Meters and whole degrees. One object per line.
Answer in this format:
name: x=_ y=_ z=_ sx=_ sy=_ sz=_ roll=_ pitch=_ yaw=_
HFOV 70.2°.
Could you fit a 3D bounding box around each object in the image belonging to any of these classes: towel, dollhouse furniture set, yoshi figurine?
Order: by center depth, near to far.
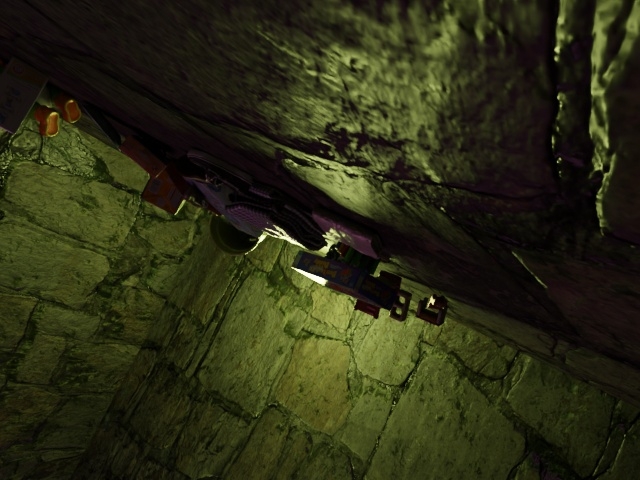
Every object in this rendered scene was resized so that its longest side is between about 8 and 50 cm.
towel: x=0.083 y=-0.015 z=1.298 sx=0.187 sy=0.049 sz=0.282 roll=25 pitch=175 yaw=17
towel: x=-0.136 y=-0.074 z=1.431 sx=0.235 sy=0.121 sz=0.284 roll=22 pitch=173 yaw=44
yoshi figurine: x=-1.044 y=-0.489 z=1.602 sx=0.362 sy=0.202 sz=0.203 roll=30 pitch=-178 yaw=5
dollhouse furniture set: x=0.351 y=0.266 z=1.903 sx=0.374 sy=0.152 sz=0.201 roll=21 pitch=-162 yaw=31

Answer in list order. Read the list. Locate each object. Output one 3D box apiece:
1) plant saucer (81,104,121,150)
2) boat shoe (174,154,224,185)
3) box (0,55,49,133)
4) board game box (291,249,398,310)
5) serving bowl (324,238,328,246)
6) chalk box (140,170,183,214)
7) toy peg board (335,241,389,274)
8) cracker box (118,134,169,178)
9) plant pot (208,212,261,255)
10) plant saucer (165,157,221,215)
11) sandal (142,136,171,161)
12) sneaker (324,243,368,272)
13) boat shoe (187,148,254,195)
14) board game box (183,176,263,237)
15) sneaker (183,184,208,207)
plant saucer: x=-0.752 y=-0.400 z=1.592 sx=0.195 sy=0.037 sz=0.195 roll=46 pitch=168 yaw=13
boat shoe: x=-0.381 y=-0.219 z=1.478 sx=0.224 sy=0.080 sz=0.073 roll=19 pitch=167 yaw=32
box: x=-0.922 y=-0.435 z=1.373 sx=0.103 sy=0.203 sz=0.114 roll=31 pitch=176 yaw=-35
board game box: x=0.085 y=0.147 z=1.720 sx=0.233 sy=0.078 sz=0.347 roll=33 pitch=168 yaw=-40
serving bowl: x=0.000 y=0.000 z=2.069 sx=0.083 sy=0.027 sz=0.083 roll=27 pitch=175 yaw=3
chalk box: x=-0.723 y=-0.260 z=2.211 sx=0.179 sy=0.180 sz=0.289 roll=28 pitch=-171 yaw=-14
toy peg board: x=0.125 y=0.051 z=1.598 sx=0.161 sy=0.079 sz=0.161 roll=30 pitch=175 yaw=-24
cracker box: x=-0.636 y=-0.308 z=1.658 sx=0.156 sy=0.067 sz=0.232 roll=43 pitch=178 yaw=-19
plant pot: x=-0.389 y=-0.067 z=2.335 sx=0.276 sy=0.276 sz=0.254 roll=26 pitch=-173 yaw=10
plant saucer: x=-0.552 y=-0.241 z=1.980 sx=0.258 sy=0.048 sz=0.259 roll=50 pitch=-172 yaw=32
sandal: x=-0.586 y=-0.338 z=1.637 sx=0.179 sy=0.040 sz=0.067 roll=42 pitch=179 yaw=35
sneaker: x=0.114 y=0.107 z=1.995 sx=0.147 sy=0.129 sz=0.330 roll=32 pitch=174 yaw=-24
boat shoe: x=-0.298 y=-0.196 z=1.310 sx=0.219 sy=0.070 sz=0.078 roll=26 pitch=175 yaw=14
board game box: x=-0.372 y=-0.154 z=1.757 sx=0.318 sy=0.066 sz=0.319 roll=46 pitch=168 yaw=-24
sneaker: x=-0.479 y=-0.167 z=1.776 sx=0.071 sy=0.066 sz=0.188 roll=26 pitch=175 yaw=-3
